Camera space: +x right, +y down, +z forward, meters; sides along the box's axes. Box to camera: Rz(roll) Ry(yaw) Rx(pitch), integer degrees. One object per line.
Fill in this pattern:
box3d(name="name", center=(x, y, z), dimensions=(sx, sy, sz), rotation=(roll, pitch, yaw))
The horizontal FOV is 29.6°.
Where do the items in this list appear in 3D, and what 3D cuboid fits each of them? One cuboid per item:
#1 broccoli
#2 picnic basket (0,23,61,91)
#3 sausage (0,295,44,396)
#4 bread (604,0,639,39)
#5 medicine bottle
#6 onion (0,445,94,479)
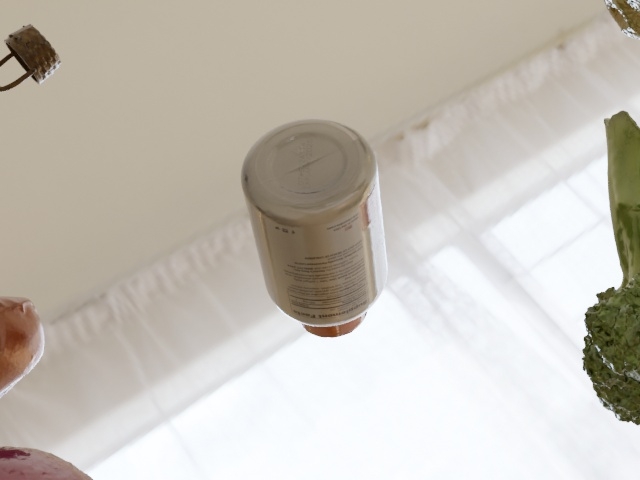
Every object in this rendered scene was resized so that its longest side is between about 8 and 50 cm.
box3d(name="broccoli", center=(0.379, 0.052, 1.286), dimensions=(0.254, 0.186, 0.302), rotation=(61, -139, -48))
box3d(name="picnic basket", center=(-0.349, -0.204, 1.399), dimensions=(0.083, 0.072, 0.072), rotation=(-41, -19, -10))
box3d(name="sausage", center=(-0.431, 0.150, 1.404), dimensions=(0.258, 0.133, 0.133), rotation=(-31, -22, -37))
box3d(name="bread", center=(0.302, -0.274, 1.131), dimensions=(0.088, 0.128, 0.232), rotation=(-2, -23, 18))
box3d(name="medicine bottle", center=(0.000, 0.000, 1.467), dimensions=(0.157, 0.157, 0.289), rotation=(-34, -34, -18))
box3d(name="onion", center=(-0.357, 0.372, 1.223), dimensions=(0.358, 0.358, 0.345), rotation=(-40, -53, -2))
